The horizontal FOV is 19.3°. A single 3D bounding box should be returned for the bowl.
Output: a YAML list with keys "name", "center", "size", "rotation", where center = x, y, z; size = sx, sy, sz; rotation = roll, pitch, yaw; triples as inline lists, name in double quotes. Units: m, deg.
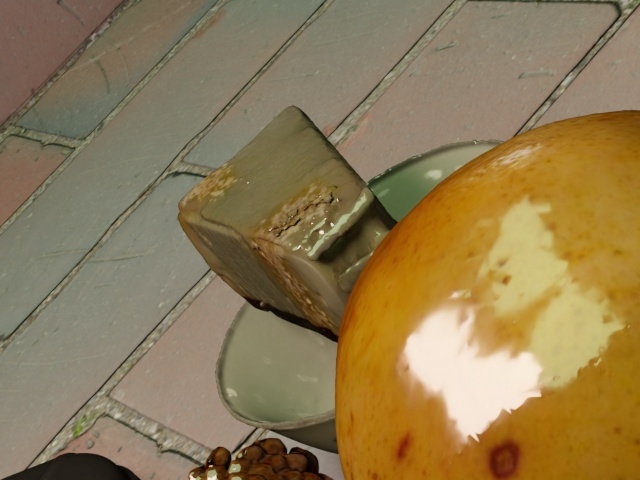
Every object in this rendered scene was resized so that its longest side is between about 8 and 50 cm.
- name: "bowl"
  center: [0.087, 0.081, 1.621]
  size: [0.337, 0.157, 0.337]
  rotation: [-31, 26, 17]

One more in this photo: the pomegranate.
- name: "pomegranate"
  center: [0.212, 0.116, 1.153]
  size: [0.417, 0.416, 0.416]
  rotation: [-32, 26, 18]

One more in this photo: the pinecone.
- name: "pinecone"
  center: [-0.065, 0.264, 1.540]
  size: [0.195, 0.150, 0.179]
  rotation: [-30, 45, 24]

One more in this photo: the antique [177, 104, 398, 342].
- name: "antique"
  center: [0.000, 0.000, 1.541]
  size: [0.150, 0.125, 0.284]
  rotation: [-43, 24, -6]

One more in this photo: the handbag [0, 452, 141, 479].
- name: "handbag"
  center: [-0.294, 0.326, 1.835]
  size: [0.308, 0.093, 0.254]
  rotation: [-24, 29, 32]
